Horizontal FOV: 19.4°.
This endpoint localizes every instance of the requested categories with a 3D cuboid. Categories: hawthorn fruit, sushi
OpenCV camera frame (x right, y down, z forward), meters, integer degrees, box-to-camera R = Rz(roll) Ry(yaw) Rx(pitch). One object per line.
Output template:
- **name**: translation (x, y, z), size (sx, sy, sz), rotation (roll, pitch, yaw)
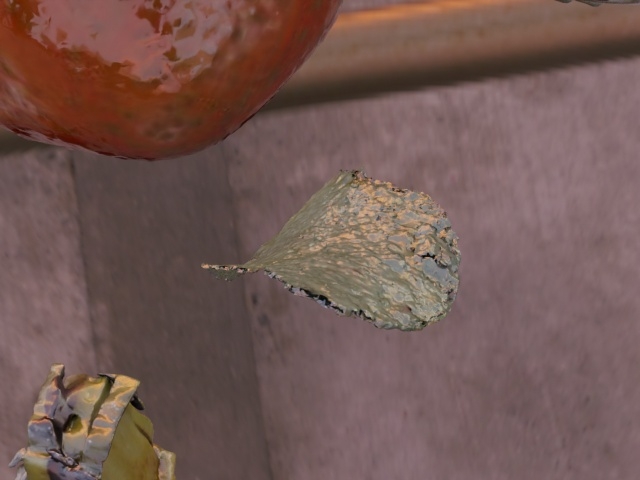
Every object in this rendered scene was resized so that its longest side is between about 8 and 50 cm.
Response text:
- **hawthorn fruit**: translation (-0.076, -0.129, 0.652), size (0.157, 0.194, 0.157), rotation (-14, 33, 9)
- **sushi**: translation (-0.175, 0.196, 1.382), size (0.131, 0.291, 0.139), rotation (12, 48, 9)

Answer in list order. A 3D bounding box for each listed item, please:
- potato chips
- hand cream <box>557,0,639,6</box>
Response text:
- **potato chips**: translation (0.002, 0.007, 1.213), size (0.167, 0.228, 0.059), rotation (-20, 112, -28)
- **hand cream**: translation (0.015, -0.121, 0.406), size (0.306, 0.147, 0.093), rotation (27, 86, -17)
